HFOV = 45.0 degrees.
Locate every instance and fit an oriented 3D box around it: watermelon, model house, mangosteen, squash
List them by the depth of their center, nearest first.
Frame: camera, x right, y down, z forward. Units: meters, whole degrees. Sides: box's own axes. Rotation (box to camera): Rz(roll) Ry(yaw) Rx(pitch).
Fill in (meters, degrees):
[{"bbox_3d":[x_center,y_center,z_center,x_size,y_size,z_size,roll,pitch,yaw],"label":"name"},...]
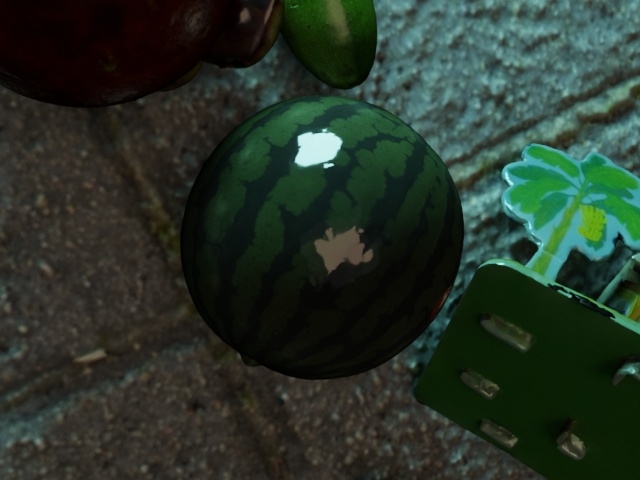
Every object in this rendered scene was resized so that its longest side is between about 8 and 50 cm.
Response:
[{"bbox_3d":[-0.132,-0.185,0.526,0.257,0.215,0.215,20,91,-46],"label":"mangosteen"},{"bbox_3d":[0.000,0.000,0.574,0.212,0.212,0.212,-2,97,-16],"label":"watermelon"},{"bbox_3d":[-0.020,-0.258,0.589,0.082,0.082,0.293,-15,92,-14],"label":"squash"},{"bbox_3d":[0.300,0.070,0.692,0.357,0.243,0.313,28,49,14],"label":"model house"}]
